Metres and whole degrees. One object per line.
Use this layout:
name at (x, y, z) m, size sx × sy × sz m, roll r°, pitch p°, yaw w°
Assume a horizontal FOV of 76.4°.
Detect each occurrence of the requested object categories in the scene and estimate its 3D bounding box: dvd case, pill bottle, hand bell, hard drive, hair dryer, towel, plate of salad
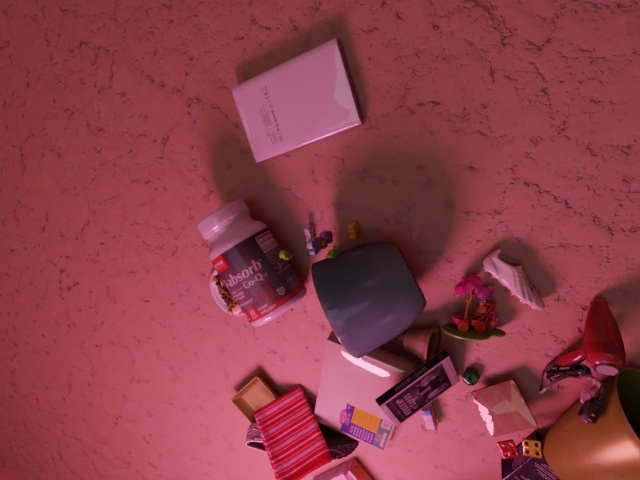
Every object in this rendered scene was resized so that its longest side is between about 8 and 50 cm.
dvd case at (0.285, 0.429, 1.172) m, size 0.238 × 0.030 × 0.179 m, roll -35°, pitch 132°, yaw -3°
pill bottle at (-0.220, 0.068, 1.282) m, size 0.210 × 0.210 × 0.363 m, roll -32°, pitch 92°, yaw 27°
hand bell at (0.230, 0.291, 1.242) m, size 0.241 × 0.126 × 0.126 m, roll 9°, pitch 109°, yaw 33°
hard drive at (-0.072, -0.391, 1.175) m, size 0.352 × 0.047 × 0.233 m, roll -14°, pitch 100°, yaw 26°
hair dryer at (0.646, 0.280, 1.016) m, size 0.080 × 0.223 × 0.294 m, roll 26°, pitch 93°, yaw -8°
towel at (-0.100, 0.665, 1.387) m, size 0.198 × 0.031 × 0.275 m, roll -28°, pitch 55°, yaw -5°
plate of salad at (-0.317, 0.181, 1.446) m, size 0.199 × 0.048 × 0.200 m, roll 7°, pitch 108°, yaw 21°

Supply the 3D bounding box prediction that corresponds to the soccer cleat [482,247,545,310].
soccer cleat at (0.519, 0.104, 1.072) m, size 0.196 × 0.068 × 0.076 m, roll 42°, pitch 113°, yaw 9°

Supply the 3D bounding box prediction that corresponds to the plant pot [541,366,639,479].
plant pot at (0.726, 0.508, 1.022) m, size 0.274 × 0.275 × 0.294 m, roll 40°, pitch 133°, yaw 7°

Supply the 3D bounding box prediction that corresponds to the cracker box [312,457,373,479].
cracker box at (0.087, 0.916, 1.490) m, size 0.232 × 0.067 × 0.156 m, roll -41°, pitch 88°, yaw 28°

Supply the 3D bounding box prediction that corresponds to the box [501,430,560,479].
box at (0.638, 0.672, 1.176) m, size 0.156 × 0.093 × 0.158 m, roll 36°, pitch 114°, yaw 9°

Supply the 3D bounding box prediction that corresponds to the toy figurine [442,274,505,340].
toy figurine at (0.429, 0.176, 1.115) m, size 0.172 × 0.130 × 0.160 m, roll 3°, pitch 98°, yaw -1°

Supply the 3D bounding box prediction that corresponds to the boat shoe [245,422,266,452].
boat shoe at (-0.147, 0.759, 1.496) m, size 0.267 × 0.088 × 0.096 m, roll 25°, pitch 120°, yaw -6°

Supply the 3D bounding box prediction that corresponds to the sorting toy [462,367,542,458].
sorting toy at (0.530, 0.485, 1.167) m, size 0.132 × 0.046 × 0.275 m, roll -32°, pitch 74°, yaw 28°

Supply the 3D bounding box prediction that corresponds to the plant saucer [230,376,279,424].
plant saucer at (-0.221, 0.616, 1.538) m, size 0.188 × 0.045 × 0.188 m, roll 47°, pitch 117°, yaw 4°

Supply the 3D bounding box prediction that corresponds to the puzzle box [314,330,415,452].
puzzle box at (0.126, 0.494, 1.308) m, size 0.271 × 0.052 × 0.409 m, roll 19°, pitch 124°, yaw 16°

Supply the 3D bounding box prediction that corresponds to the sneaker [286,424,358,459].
sneaker at (-0.009, 0.699, 1.441) m, size 0.285 × 0.130 × 0.109 m, roll -2°, pitch 129°, yaw 0°

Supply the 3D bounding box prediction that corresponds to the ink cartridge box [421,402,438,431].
ink cartridge box at (0.346, 0.561, 1.287) m, size 0.028 × 0.048 × 0.083 m, roll -14°, pitch 100°, yaw 25°

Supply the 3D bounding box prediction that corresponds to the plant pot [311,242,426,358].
plant pot at (0.147, 0.141, 1.121) m, size 0.235 × 0.293 × 0.293 m, roll -28°, pitch 94°, yaw 12°

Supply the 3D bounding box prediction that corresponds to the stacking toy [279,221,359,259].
stacking toy at (0.000, 0.000, 1.169) m, size 0.166 × 0.221 × 0.052 m, roll -4°, pitch 107°, yaw 27°
